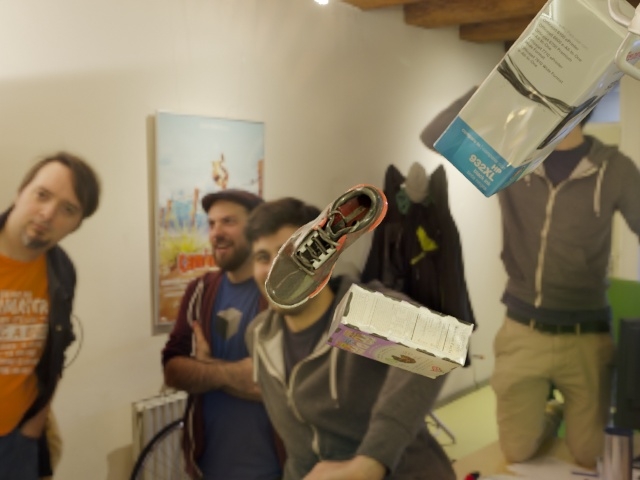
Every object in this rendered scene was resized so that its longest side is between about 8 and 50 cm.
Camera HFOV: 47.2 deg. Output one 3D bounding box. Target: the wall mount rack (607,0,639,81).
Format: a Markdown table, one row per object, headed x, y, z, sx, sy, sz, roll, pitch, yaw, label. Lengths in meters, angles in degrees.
| x | y | z | sx | sy | sz | roll | pitch | yaw | label |
| --- | --- | --- | --- | --- | --- | --- | --- | --- | --- |
| 0.466 | -0.270 | 0.745 | 0.131 | 0.304 | 0.350 | 19 | 23 | -22 | wall mount rack |

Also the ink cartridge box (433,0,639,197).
| x | y | z | sx | sy | sz | roll | pitch | yaw | label |
| --- | --- | --- | --- | --- | --- | --- | --- | --- | --- |
| 0.352 | -0.234 | 1.140 | 0.223 | 0.129 | 0.307 | -24 | -23 | -51 | ink cartridge box |

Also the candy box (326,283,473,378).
| x | y | z | sx | sy | sz | roll | pitch | yaw | label |
| --- | --- | --- | --- | --- | --- | --- | --- | --- | --- |
| 0.120 | 0.149 | 1.160 | 0.196 | 0.070 | 0.165 | 19 | -20 | -2 | candy box |

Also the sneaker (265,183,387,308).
| x | y | z | sx | sy | sz | roll | pitch | yaw | label |
| --- | --- | --- | --- | --- | --- | --- | --- | --- | --- |
| 0.000 | 0.000 | 0.720 | 0.061 | 0.158 | 0.065 | 41 | 0 | 9 | sneaker |
